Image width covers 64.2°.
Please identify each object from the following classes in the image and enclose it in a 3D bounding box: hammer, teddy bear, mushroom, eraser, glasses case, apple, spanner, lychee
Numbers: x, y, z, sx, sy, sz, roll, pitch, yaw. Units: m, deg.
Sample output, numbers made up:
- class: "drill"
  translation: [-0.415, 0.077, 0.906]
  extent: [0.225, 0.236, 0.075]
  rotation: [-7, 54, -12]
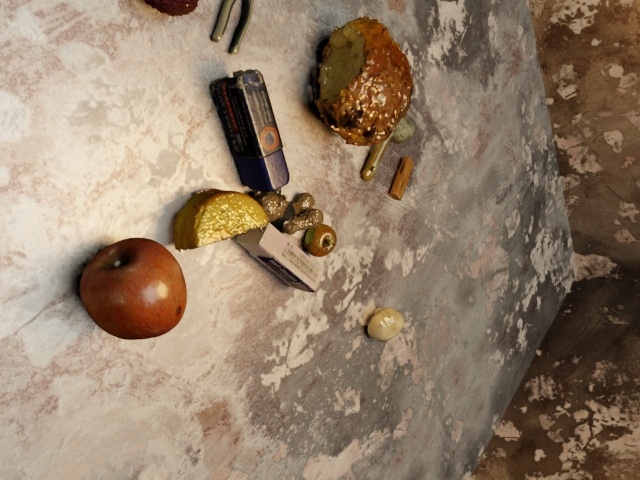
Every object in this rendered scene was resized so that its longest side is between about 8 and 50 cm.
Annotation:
- class: "hammer"
  translation: [0.229, -0.362, 1.909]
  extent: [0.201, 0.113, 0.306]
  rotation: [32, 81, -39]
- class: "teddy bear"
  translation: [-0.108, -0.082, 1.587]
  extent: [0.251, 0.182, 0.129]
  rotation: [13, 123, -46]
- class: "mushroom"
  translation: [0.249, 0.323, 2.002]
  extent: [0.154, 0.123, 0.154]
  rotation: [-20, 142, -16]
- class: "eraser"
  translation: [-0.123, 0.053, 1.582]
  extent: [0.287, 0.130, 0.086]
  rotation: [43, 63, -38]
- class: "eraser"
  translation: [-0.196, -0.308, 1.447]
  extent: [0.101, 0.154, 0.333]
  rotation: [-31, 118, -36]
- class: "glasses case"
  translation: [0.325, -0.250, 2.050]
  extent: [0.064, 0.041, 0.170]
  rotation: [40, 66, -53]
- class: "apple"
  translation: [-0.427, 0.122, 1.202]
  extent: [0.253, 0.253, 0.254]
  rotation: [-7, 100, -44]
- class: "spanner"
  translation: [-0.222, -0.690, 1.447]
  extent: [0.095, 0.040, 0.325]
  rotation: [27, 78, -44]
- class: "apple"
  translation: [0.000, 0.000, 1.721]
  extent: [0.099, 0.102, 0.114]
  rotation: [19, 90, -32]
- class: "lychee"
  translation: [-0.375, -0.639, 1.213]
  extent: [0.188, 0.188, 0.188]
  rotation: [-7, 100, -44]

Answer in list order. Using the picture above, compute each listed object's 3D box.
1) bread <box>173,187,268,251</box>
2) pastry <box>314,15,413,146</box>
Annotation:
- class: "bread"
  translation: [-0.281, -0.070, 1.392]
  extent: [0.260, 0.160, 0.147]
  rotation: [-19, 102, -36]
- class: "pastry"
  translation: [0.150, -0.497, 1.669]
  extent: [0.337, 0.292, 0.406]
  rotation: [21, 64, -43]
